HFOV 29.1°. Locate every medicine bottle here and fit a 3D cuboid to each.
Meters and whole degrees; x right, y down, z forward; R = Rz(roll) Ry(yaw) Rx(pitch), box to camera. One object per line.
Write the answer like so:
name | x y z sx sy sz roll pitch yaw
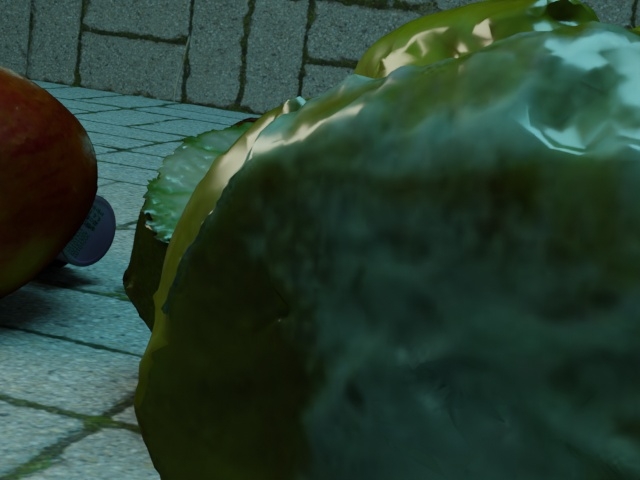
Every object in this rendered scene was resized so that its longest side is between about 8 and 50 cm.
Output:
medicine bottle | -0.319 -0.028 1.361 0.188 0.119 0.094 15 18 35

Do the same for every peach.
peach | -0.353 -0.059 1.169 0.281 0.238 0.281 -10 23 4

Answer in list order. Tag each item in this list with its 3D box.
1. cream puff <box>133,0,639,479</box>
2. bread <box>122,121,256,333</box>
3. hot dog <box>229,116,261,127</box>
cream puff | 0.116 0.084 0.469 0.378 0.378 0.275 15 20 35
bread | 0.031 0.043 0.959 0.366 0.129 0.382 8 32 -7
hot dog | 0.000 0.000 1.312 0.267 0.174 0.387 0 25 -22
